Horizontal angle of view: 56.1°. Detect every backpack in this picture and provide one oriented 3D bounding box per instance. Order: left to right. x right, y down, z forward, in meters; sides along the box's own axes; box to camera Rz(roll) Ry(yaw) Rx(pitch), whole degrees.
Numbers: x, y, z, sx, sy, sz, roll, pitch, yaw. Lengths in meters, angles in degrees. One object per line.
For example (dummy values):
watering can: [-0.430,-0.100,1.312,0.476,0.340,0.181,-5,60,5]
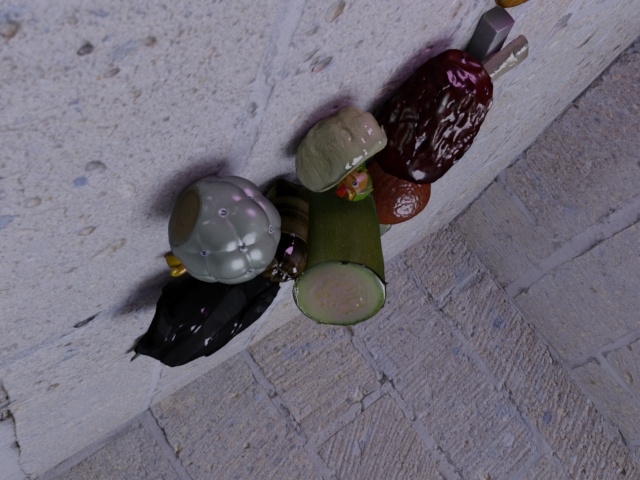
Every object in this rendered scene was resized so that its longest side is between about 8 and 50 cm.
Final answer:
backpack: [-0.343,0.209,1.790,0.363,0.255,0.446,-43,180,31]

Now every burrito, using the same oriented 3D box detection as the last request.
burrito: [0.467,-0.465,1.639,0.226,0.060,0.087,-38,161,20]

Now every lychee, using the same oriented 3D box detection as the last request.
lychee: [0.240,-0.162,1.996,0.255,0.255,0.300,-33,131,-15]

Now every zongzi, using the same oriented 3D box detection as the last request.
zongzi: [-0.144,0.012,1.632,0.134,0.285,0.288,25,142,-28]

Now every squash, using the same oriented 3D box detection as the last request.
squash: [0.047,0.024,1.726,0.263,0.263,0.384,-44,-151,31]

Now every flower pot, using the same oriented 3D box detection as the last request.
flower pot: [-0.214,-0.024,1.318,0.195,0.246,0.246,22,127,-37]

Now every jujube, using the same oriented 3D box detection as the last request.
jujube: [0.290,-0.313,1.595,0.258,0.258,0.376,-25,162,-42]

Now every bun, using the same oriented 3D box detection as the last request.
bun: [0.044,-0.230,1.464,0.244,0.153,0.244,-39,-172,6]

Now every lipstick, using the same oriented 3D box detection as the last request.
lipstick: [0.449,-0.519,1.685,0.068,0.066,0.317,-32,167,-11]

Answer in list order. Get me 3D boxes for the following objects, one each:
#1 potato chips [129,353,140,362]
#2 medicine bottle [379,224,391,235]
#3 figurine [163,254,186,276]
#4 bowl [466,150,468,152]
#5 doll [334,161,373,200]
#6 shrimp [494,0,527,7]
potato chips: [-0.568,0.343,2.098,0.167,0.059,0.228,-8,150,-47]
medicine bottle: [0.125,-0.050,2.294,0.322,0.151,0.151,-23,162,-41]
figurine: [-0.281,0.015,1.570,0.246,0.131,0.156,-28,145,5]
bowl: [0.381,-0.316,1.845,0.238,0.126,0.237,-42,-157,22]
doll: [0.085,-0.197,1.650,0.134,0.186,0.106,-1,156,-17]
shrimp: [0.526,-0.649,1.445,0.249,0.068,0.150,-30,161,-6]
